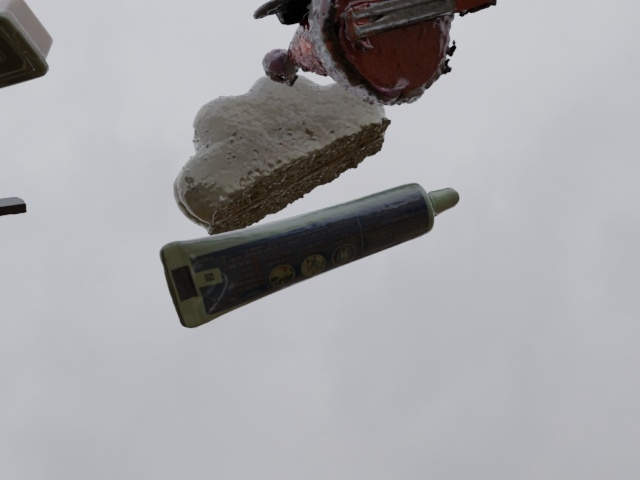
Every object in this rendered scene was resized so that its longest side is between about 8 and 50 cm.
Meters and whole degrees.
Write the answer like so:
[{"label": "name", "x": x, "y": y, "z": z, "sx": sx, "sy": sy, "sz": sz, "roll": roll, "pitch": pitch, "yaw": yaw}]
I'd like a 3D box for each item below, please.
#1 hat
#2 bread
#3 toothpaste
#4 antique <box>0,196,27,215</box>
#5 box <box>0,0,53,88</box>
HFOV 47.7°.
[{"label": "hat", "x": 0.019, "y": -0.178, "z": 0.633, "sx": 0.140, "sy": 0.227, "sz": 0.129, "roll": -45, "pitch": -66, "yaw": -22}, {"label": "bread", "x": -0.068, "y": -0.147, "z": 1.030, "sx": 0.337, "sy": 0.183, "sz": 0.102, "roll": -30, "pitch": -18, "yaw": -23}, {"label": "toothpaste", "x": 0.000, "y": 0.000, "z": 0.455, "sx": 0.197, "sy": 0.035, "sz": 0.057, "roll": -18, "pitch": -69, "yaw": -14}, {"label": "antique", "x": -0.448, "y": -0.029, "z": 0.854, "sx": 0.192, "sy": 0.031, "sz": 0.015, "roll": -13, "pitch": -59, "yaw": -39}, {"label": "box", "x": -0.379, "y": -0.230, "z": 0.841, "sx": 0.122, "sy": 0.062, "sz": 0.089, "roll": -8, "pitch": -40, "yaw": 20}]
